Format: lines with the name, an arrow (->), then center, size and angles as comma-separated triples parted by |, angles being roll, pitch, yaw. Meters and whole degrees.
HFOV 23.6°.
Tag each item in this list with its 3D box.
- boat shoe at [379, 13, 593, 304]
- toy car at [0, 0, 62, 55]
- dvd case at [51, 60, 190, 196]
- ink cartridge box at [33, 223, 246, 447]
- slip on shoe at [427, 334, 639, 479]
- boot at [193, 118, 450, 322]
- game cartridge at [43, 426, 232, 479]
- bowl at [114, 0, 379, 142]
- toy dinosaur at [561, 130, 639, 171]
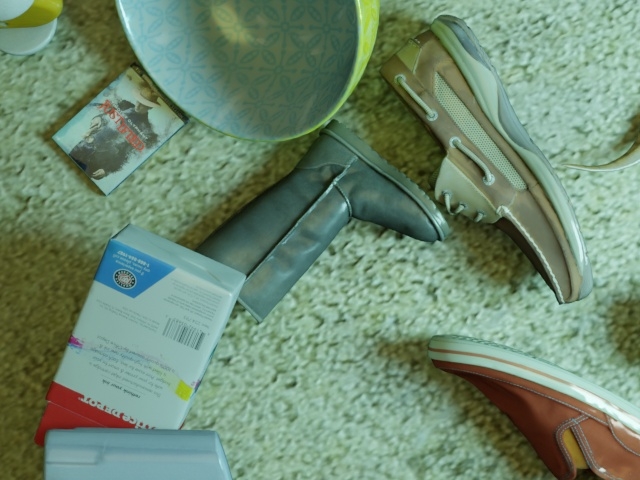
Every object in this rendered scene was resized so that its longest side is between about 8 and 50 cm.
boat shoe -> 0.168, -0.070, 1.568 | 0.116, 0.123, 0.324 | -29, 79, 2
toy car -> -0.354, -0.262, 1.543 | 0.182, 0.159, 0.136 | -8, 78, -2
dvd case -> -0.209, -0.117, 1.604 | 0.119, 0.013, 0.087 | -42, 87, -6
ink cartridge box -> -0.182, 0.117, 1.527 | 0.134, 0.078, 0.231 | 25, 105, 1
slip on shoe -> 0.251, 0.189, 1.541 | 0.331, 0.123, 0.101 | 29, 88, -4
boot -> 0.001, 0.001, 1.569 | 0.189, 0.076, 0.208 | 39, 77, 16
game cartridge -> -0.173, 0.330, 1.501 | 0.196, 0.060, 0.294 | 1, 101, -6
bowl -> -0.050, -0.260, 1.538 | 0.289, 0.289, 0.156 | 43, 41, 3
toy dinosaur -> 0.360, -0.113, 1.610 | 0.112, 0.064, 0.211 | 35, 74, 20
